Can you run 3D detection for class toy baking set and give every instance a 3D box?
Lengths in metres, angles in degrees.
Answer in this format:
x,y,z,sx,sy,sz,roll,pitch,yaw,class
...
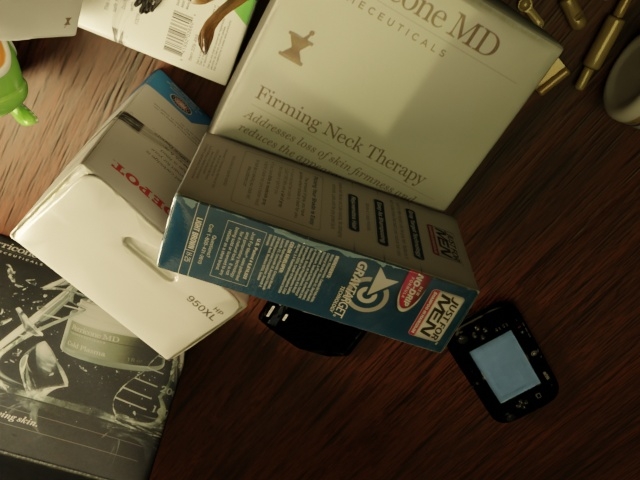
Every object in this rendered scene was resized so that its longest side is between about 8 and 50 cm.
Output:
x,y,z,sx,sy,sz,roll,pitch,yaw,class
0.387,-0.356,0.992,0.196,0.030,0.256,19,120,-10,toy baking set

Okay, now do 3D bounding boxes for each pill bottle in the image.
x,y,z,sx,sy,sz,roll,pitch,yaw,class
0.608,-0.222,0.998,0.264,0.153,0.153,19,120,-10,pill bottle

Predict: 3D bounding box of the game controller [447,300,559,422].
x,y,z,sx,sy,sz,roll,pitch,yaw,class
0.396,0.268,1.357,0.166,0.067,0.319,-26,118,17,game controller

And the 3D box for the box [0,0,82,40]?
x,y,z,sx,sy,sz,roll,pitch,yaw,class
-0.499,-0.409,0.797,0.345,0.215,0.168,33,120,14,box

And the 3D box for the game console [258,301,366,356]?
x,y,z,sx,sy,sz,roll,pitch,yaw,class
0.039,0.093,1.273,0.213,0.044,0.361,26,119,-16,game console

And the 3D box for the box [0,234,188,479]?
x,y,z,sx,sy,sz,roll,pitch,yaw,class
-0.517,0.280,1.149,0.479,0.472,0.297,19,119,-10,box

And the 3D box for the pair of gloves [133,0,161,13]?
x,y,z,sx,sy,sz,roll,pitch,yaw,class
-0.255,-0.362,0.872,0.083,0.010,0.074,31,117,-19,pair of gloves

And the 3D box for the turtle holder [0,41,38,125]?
x,y,z,sx,sy,sz,roll,pitch,yaw,class
-0.605,-0.281,0.968,0.243,0.320,0.227,-22,125,-23,turtle holder

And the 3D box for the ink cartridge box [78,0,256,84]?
x,y,z,sx,sy,sz,roll,pitch,yaw,class
-0.236,-0.393,0.930,0.289,0.121,0.211,21,120,-11,ink cartridge box

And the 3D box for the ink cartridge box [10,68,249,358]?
x,y,z,sx,sy,sz,roll,pitch,yaw,class
-0.243,-0.059,0.978,0.166,0.395,0.285,-37,114,21,ink cartridge box

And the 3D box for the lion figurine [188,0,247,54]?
x,y,z,sx,sy,sz,roll,pitch,yaw,class
-0.132,-0.452,0.799,0.240,0.142,0.392,-26,101,-26,lion figurine

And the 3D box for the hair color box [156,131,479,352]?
x,y,z,sx,sy,sz,roll,pitch,yaw,class
0.000,0.000,0.755,0.347,0.174,0.105,18,121,-9,hair color box

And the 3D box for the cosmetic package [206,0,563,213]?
x,y,z,sx,sy,sz,roll,pitch,yaw,class
0.052,-0.224,0.909,0.329,0.327,0.394,26,118,-14,cosmetic package
